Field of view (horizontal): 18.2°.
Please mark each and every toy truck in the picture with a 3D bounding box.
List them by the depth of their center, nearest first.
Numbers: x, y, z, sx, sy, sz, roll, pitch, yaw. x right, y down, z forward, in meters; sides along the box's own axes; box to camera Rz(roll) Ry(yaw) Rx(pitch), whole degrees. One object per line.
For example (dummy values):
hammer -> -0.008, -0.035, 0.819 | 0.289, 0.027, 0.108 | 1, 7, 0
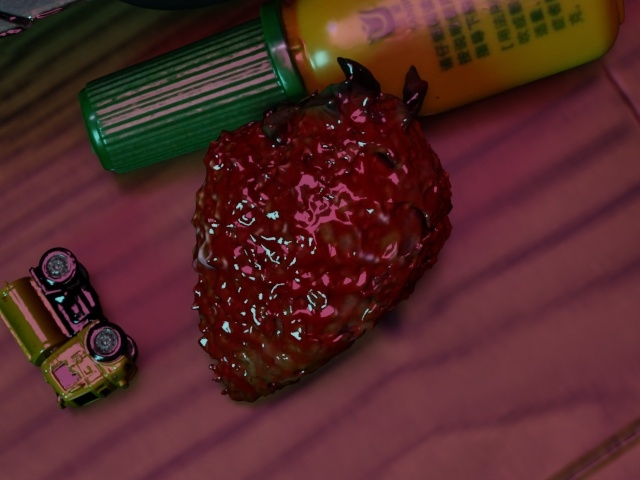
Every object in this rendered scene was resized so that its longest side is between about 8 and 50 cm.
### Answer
toy truck -> -0.138, 0.052, 1.103 | 0.054, 0.049, 0.083 | -34, 80, -4

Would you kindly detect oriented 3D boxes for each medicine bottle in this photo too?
medicine bottle -> 0.015, -0.111, 1.116 | 0.308, 0.076, 0.111 | -19, 83, -3

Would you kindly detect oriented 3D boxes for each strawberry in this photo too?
strawberry -> 0.001, -0.004, 1.066 | 0.192, 0.085, 0.140 | -38, 112, -3

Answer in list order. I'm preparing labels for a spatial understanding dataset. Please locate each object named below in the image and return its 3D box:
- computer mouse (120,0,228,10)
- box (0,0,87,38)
computer mouse -> -0.049, -0.176, 1.126 | 0.172, 0.057, 0.099 | -41, 38, -23
box -> -0.093, -0.198, 1.083 | 0.324, 0.180, 0.047 | -20, 122, 2
